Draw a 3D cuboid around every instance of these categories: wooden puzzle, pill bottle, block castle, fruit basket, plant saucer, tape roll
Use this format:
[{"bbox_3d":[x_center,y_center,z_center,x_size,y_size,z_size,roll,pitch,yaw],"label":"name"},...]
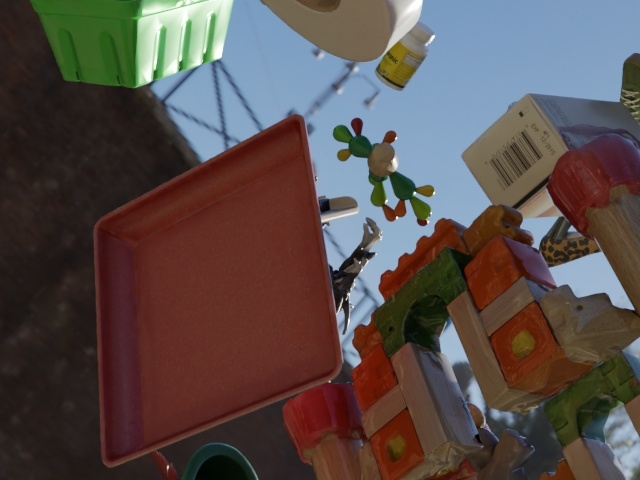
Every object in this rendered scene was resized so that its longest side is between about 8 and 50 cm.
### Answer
[{"bbox_3d":[-0.080,-0.024,1.451,0.239,0.221,0.044,-33,113,-72],"label":"wooden puzzle"},{"bbox_3d":[0.151,-0.327,1.951,0.065,0.116,0.065,28,25,-14],"label":"pill bottle"},{"bbox_3d":[0.200,0.116,1.066,0.303,0.453,0.213,21,37,-39],"label":"block castle"},{"bbox_3d":[-0.350,-0.493,2.032,0.283,0.392,0.392,10,-30,27],"label":"fruit basket"},{"bbox_3d":[-0.092,0.050,0.992,0.048,0.259,0.258,32,41,-49],"label":"plant saucer"},{"bbox_3d":[-0.027,-0.407,1.480,0.392,0.072,0.392,42,-14,13],"label":"tape roll"}]

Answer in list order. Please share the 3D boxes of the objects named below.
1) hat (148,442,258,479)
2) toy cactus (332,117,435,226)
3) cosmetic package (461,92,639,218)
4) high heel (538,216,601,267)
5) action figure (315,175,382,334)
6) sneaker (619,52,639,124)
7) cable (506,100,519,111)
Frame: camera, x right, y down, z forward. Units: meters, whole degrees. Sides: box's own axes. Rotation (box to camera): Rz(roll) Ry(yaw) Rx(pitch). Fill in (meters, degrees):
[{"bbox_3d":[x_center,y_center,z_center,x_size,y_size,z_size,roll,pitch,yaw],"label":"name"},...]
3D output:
[{"bbox_3d":[-0.209,0.407,1.705,0.183,0.208,0.173,-22,-50,35],"label":"hat"},{"bbox_3d":[0.109,-0.122,1.800,0.219,0.112,0.180,55,-6,9],"label":"toy cactus"},{"bbox_3d":[0.371,-0.124,1.676,0.153,0.296,0.129,-45,-115,35],"label":"cosmetic package"},{"bbox_3d":[0.615,0.031,2.415,0.261,0.186,0.093,30,18,3],"label":"high heel"},{"bbox_3d":[0.000,0.000,1.647,0.164,0.141,0.275,26,27,-51],"label":"action figure"},{"bbox_3d":[0.522,-0.206,1.819,0.064,0.086,0.192,25,-30,49],"label":"sneaker"},{"bbox_3d":[0.493,-0.195,2.361,0.257,0.089,0.257,40,26,9],"label":"cable"}]
